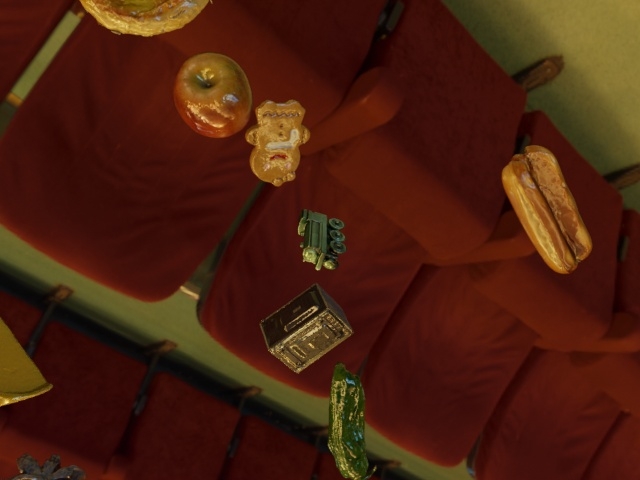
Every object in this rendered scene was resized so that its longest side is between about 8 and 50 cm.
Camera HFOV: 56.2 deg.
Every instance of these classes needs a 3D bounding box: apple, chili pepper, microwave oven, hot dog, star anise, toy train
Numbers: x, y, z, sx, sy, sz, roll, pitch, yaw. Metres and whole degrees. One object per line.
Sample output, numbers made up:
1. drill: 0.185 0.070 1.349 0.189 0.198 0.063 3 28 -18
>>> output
1. apple: -0.285 -0.387 1.618 0.211 0.234 0.173 -4 160 5
2. chili pepper: 0.056 0.369 1.185 0.074 0.100 0.256 4 103 30
3. microwave oven: -0.037 0.247 1.661 0.205 0.129 0.163 -37 131 8
4. hot dog: 0.502 -0.056 1.336 0.337 0.135 0.100 53 160 -25
5. star anise: -0.679 0.593 1.419 0.230 0.263 0.081 39 124 29
6. toy train: 0.000 0.000 1.388 0.111 0.170 0.071 14 125 -9

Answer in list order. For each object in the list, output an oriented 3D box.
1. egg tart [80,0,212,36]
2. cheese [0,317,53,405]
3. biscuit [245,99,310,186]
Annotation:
1. egg tart: -0.428 -0.640 1.474 0.342 0.341 0.132 22 172 -6
2. cheese: -0.257 0.090 0.401 0.093 0.126 0.171 -7 -173 -44
3. biscuit: -0.117 -0.259 1.622 0.184 0.035 0.248 -5 124 -27
